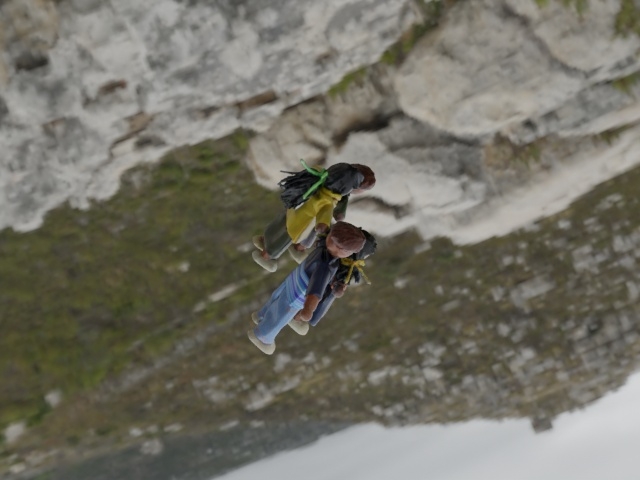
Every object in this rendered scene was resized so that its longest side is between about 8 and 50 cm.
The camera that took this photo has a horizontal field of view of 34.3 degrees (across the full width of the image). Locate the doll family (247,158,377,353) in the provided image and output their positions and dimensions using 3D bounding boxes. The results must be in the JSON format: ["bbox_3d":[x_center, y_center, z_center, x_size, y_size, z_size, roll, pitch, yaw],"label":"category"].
[{"bbox_3d":[0.000,0.000,0.748,0.076,0.193,0.111,30,122,-29],"label":"doll family"}]
